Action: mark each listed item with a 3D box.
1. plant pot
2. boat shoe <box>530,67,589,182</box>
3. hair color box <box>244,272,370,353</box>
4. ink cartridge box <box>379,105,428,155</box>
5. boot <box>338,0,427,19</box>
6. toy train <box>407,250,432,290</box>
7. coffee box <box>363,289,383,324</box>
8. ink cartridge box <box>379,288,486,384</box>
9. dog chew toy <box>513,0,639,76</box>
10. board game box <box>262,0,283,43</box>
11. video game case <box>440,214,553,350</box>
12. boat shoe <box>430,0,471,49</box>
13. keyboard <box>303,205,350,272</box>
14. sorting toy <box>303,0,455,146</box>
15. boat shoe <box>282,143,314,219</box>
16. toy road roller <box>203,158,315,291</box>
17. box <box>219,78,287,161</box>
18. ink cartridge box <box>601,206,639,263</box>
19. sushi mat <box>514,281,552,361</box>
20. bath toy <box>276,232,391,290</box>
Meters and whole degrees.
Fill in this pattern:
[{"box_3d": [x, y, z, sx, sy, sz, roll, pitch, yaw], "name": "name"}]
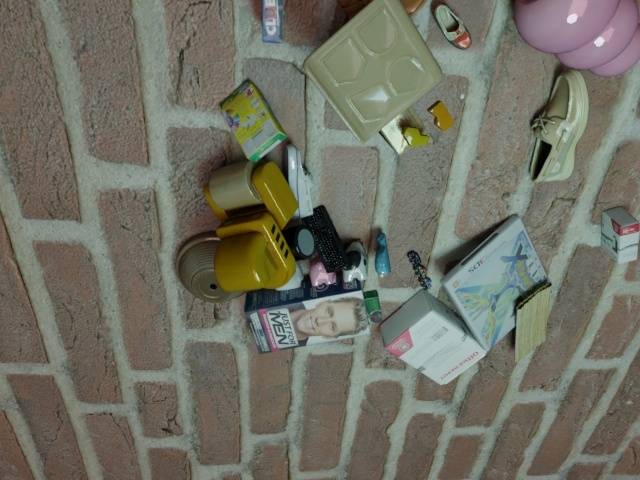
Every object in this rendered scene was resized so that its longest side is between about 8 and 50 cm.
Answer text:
[{"box_3d": [-0.303, 0.101, 1.414, 0.237, 0.110, 0.238, -3, 123, -4], "name": "plant pot"}, {"box_3d": [0.597, -0.282, 1.246, 0.098, 0.109, 0.302, -9, 128, 0], "name": "boat shoe"}, {"box_3d": [-0.037, 0.217, 1.465, 0.347, 0.105, 0.174, -12, 121, 3], "name": "hair color box"}, {"box_3d": [0.129, -0.332, 1.122, 0.088, 0.193, 0.235, -36, 119, 12], "name": "ink cartridge box"}, {"box_3d": [0.143, -0.542, 1.065, 0.197, 0.073, 0.152, -41, 113, 17], "name": "boot"}, {"box_3d": [0.309, 0.094, 1.508, 0.036, 0.027, 0.158, -29, 120, 1], "name": "toy train"}, {"box_3d": [0.101, 0.229, 1.566, 0.184, 0.040, 0.113, -11, 122, 3], "name": "coffee box"}, {"box_3d": [0.367, 0.322, 1.600, 0.283, 0.117, 0.207, 36, 113, -24], "name": "ink cartridge box"}, {"box_3d": [0.585, -0.475, 1.074, 0.331, 0.207, 0.207, 23, 118, -27], "name": "dog chew toy"}, {"box_3d": [-0.094, -0.542, 0.989, 0.042, 0.165, 0.243, 1, 122, -5], "name": "board game box"}, {"box_3d": [0.544, 0.137, 1.483, 0.300, 0.036, 0.329, -40, 119, -6], "name": "video game case"}, {"box_3d": [0.304, -0.491, 1.125, 0.049, 0.043, 0.137, -41, 118, 18], "name": "boat shoe"}, {"box_3d": [0.000, 0.000, 1.337, 0.100, 0.192, 0.038, -29, 158, 11], "name": "keyboard"}, {"box_3d": [0.136, -0.312, 1.004, 0.229, 0.041, 0.307, -41, 117, 4], "name": "sorting toy"}, {"box_3d": [-0.054, -0.157, 1.297, 0.075, 0.083, 0.226, -10, 135, -11], "name": "boat shoe"}, {"box_3d": [-0.178, -0.018, 1.234, 0.202, 0.241, 0.330, -10, 118, 33], "name": "toy road roller"}, {"box_3d": [-0.165, -0.289, 1.168, 0.105, 0.179, 0.043, -35, 162, 17], "name": "box"}, {"box_3d": [0.879, -0.015, 1.438, 0.056, 0.099, 0.135, -16, 122, 5], "name": "ink cartridge box"}, {"box_3d": [0.685, 0.271, 1.583, 0.151, 0.019, 0.317, -32, 135, -12], "name": "sushi mat"}, {"box_3d": [0.022, 0.061, 1.405, 0.348, 0.151, 0.129, -9, 89, 5], "name": "bath toy"}]
